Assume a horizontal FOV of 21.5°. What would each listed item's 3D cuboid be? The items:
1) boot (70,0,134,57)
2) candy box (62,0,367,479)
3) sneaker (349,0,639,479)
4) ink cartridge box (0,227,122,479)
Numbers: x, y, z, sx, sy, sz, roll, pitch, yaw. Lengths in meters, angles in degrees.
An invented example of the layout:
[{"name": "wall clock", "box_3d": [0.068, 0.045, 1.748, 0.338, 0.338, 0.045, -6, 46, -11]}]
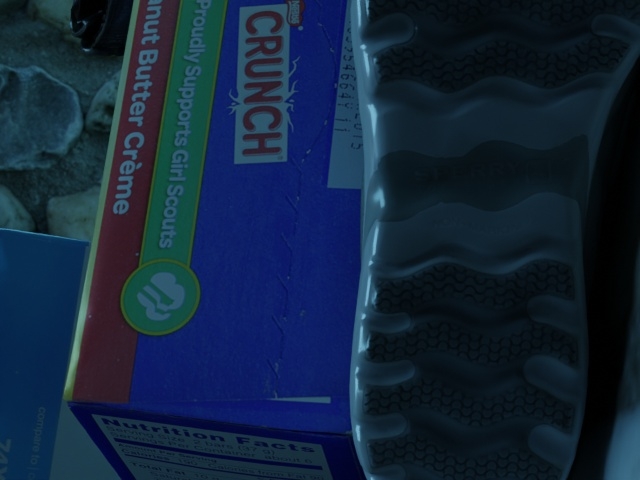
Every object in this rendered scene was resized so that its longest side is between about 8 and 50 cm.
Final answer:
[{"name": "boot", "box_3d": [-0.024, -0.122, 0.921, 0.263, 0.229, 0.091, 109, 151, -51]}, {"name": "candy box", "box_3d": [-0.007, 0.013, 0.786, 0.317, 0.122, 0.268, 76, -160, -63]}, {"name": "sneaker", "box_3d": [0.055, -0.045, 0.593, 0.115, 0.105, 0.281, 0, -78, -89]}, {"name": "ink cartridge box", "box_3d": [-0.085, 0.122, 1.076, 0.198, 0.270, 0.197, 113, 164, -77]}]
